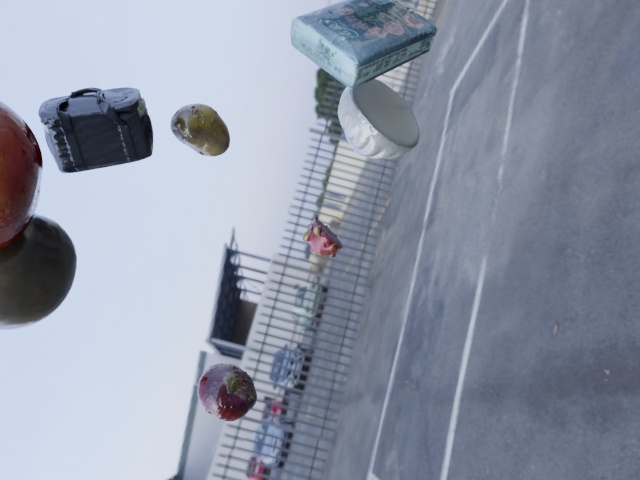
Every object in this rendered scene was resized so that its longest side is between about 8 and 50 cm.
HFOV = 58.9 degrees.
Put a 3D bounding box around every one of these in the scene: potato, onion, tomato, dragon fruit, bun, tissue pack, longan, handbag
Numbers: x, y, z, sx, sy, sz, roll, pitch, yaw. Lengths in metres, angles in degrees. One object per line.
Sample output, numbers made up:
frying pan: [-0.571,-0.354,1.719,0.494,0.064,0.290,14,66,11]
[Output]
potato: [-0.336,-0.312,1.595,0.176,0.137,0.137,38,-120,-48]
onion: [-0.165,0.266,0.994,0.097,0.107,0.107,-54,10,25]
tomato: [-0.618,-0.113,1.094,0.338,0.144,0.337,-17,70,62]
dragon fruit: [0.003,0.002,1.422,0.068,0.112,0.126,-42,10,10]
bun: [0.142,-0.326,1.641,0.175,0.263,0.263,-44,22,41]
tissue pack: [0.113,-0.525,1.442,0.316,0.228,0.103,-33,-27,-32]
longan: [-0.718,0.067,1.310,0.297,0.298,0.297,-165,90,-89]
handbag: [-0.555,-0.289,1.415,0.181,0.255,0.181,-117,20,-52]
